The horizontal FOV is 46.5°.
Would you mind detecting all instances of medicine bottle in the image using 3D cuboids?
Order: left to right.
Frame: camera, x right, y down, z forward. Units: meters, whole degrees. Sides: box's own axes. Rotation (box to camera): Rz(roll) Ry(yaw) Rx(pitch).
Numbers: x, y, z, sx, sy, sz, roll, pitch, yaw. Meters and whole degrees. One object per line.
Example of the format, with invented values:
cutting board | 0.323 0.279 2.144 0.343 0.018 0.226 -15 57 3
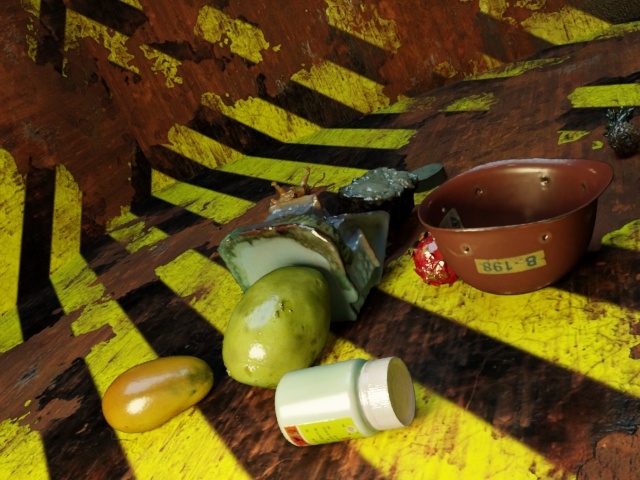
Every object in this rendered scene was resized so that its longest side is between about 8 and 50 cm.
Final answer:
medicine bottle | 0.042 0.285 1.329 0.226 0.139 0.139 -16 20 26

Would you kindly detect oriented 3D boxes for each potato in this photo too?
potato | -0.090 0.189 1.634 0.216 0.215 0.304 -12 34 34

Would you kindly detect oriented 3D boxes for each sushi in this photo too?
sushi | 0.172 -0.094 2.123 0.197 0.181 0.343 2 22 26

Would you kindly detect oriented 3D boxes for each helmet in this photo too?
helmet | 0.409 -0.010 1.530 0.385 0.230 0.337 -10 23 17

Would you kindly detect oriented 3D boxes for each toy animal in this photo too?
toy animal | -0.073 -0.197 2.903 0.255 0.116 0.114 -27 41 -22

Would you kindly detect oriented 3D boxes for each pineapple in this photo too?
pineapple | 0.815 -0.295 2.011 0.083 0.103 0.221 14 26 6

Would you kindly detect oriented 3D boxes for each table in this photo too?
table | 0.345 -0.204 2.437 0.134 0.043 0.133 -22 19 8

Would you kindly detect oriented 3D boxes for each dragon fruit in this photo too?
dragon fruit | 0.280 0.037 1.731 0.133 0.136 0.166 -44 -11 21

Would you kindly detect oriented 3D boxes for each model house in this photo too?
model house | 0.000 0.000 1.884 0.360 0.297 0.339 -12 27 40

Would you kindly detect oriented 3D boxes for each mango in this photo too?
mango | -0.374 0.344 1.710 0.255 0.139 0.175 -22 30 -19

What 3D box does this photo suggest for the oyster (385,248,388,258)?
oyster | 0.103 0.055 2.030 0.177 0.056 0.105 -26 25 -18
